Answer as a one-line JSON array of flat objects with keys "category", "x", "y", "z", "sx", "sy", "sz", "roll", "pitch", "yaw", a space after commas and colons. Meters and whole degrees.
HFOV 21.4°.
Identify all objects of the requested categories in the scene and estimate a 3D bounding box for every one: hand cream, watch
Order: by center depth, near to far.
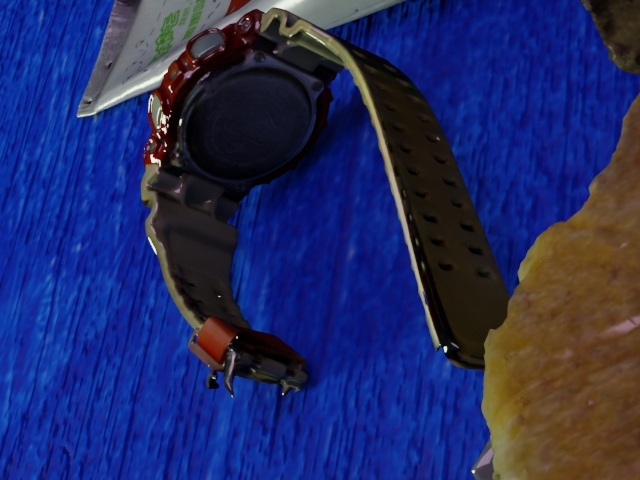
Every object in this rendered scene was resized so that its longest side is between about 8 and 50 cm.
[{"category": "watch", "x": -0.005, "y": -0.001, "z": 0.844, "sx": 0.165, "sy": 0.102, "sz": 0.268, "roll": -45, "pitch": 44, "yaw": 27}, {"category": "hand cream", "x": -0.026, "y": -0.159, "z": 1.015, "sx": 0.336, "sy": 0.076, "sz": 0.121, "roll": -13, "pitch": 49, "yaw": 44}]

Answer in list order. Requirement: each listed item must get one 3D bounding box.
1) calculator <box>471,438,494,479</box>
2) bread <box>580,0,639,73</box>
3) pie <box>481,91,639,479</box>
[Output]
[{"category": "calculator", "x": 0.182, "y": 0.028, "z": 0.697, "sx": 0.274, "sy": 0.028, "sz": 0.165, "roll": -55, "pitch": 37, "yaw": -10}, {"category": "bread", "x": 0.180, "y": -0.230, "z": 0.755, "sx": 0.165, "sy": 0.113, "sz": 0.416, "roll": -27, "pitch": 29, "yaw": 23}, {"category": "pie", "x": 0.202, "y": 0.016, "z": 0.593, "sx": 0.339, "sy": 0.083, "sz": 0.339, "roll": -30, "pitch": 37, "yaw": 25}]
